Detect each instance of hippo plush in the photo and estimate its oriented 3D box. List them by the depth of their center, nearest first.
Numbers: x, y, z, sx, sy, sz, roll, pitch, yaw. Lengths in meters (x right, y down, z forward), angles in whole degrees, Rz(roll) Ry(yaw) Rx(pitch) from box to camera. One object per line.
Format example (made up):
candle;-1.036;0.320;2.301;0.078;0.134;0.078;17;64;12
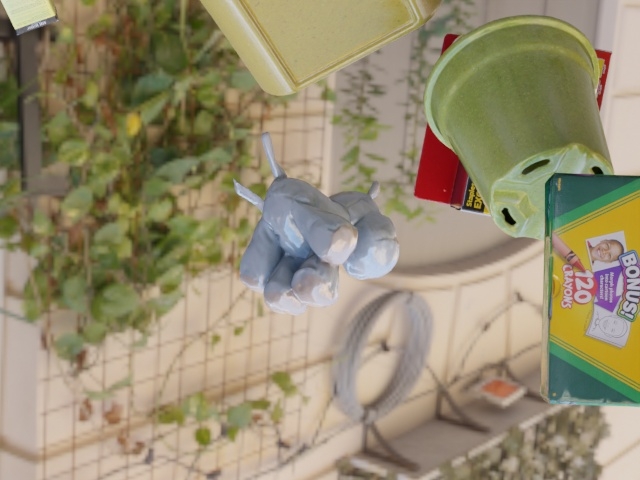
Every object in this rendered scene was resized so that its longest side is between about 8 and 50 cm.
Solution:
hippo plush;0.000;0.000;1.863;0.237;0.234;0.294;2;-139;-48

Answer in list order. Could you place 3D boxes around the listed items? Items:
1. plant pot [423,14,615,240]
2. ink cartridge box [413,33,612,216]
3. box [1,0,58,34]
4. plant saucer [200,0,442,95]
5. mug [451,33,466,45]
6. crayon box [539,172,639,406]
plant pot;0.310;-0.148;1.567;0.276;0.276;0.254;1;-136;-10
ink cartridge box;0.323;-0.191;1.825;0.272;0.309;0.130;10;-177;-2
box;-0.567;-0.500;1.958;0.087;0.232;0.058;-21;-138;-2
plant saucer;0.006;-0.366;1.585;0.333;0.332;0.081;-27;-126;9
mug;0.245;-0.282;1.628;0.064;0.062;0.078;5;164;-36
crayon box;0.359;0.061;1.302;0.165;0.278;0.081;2;176;4
